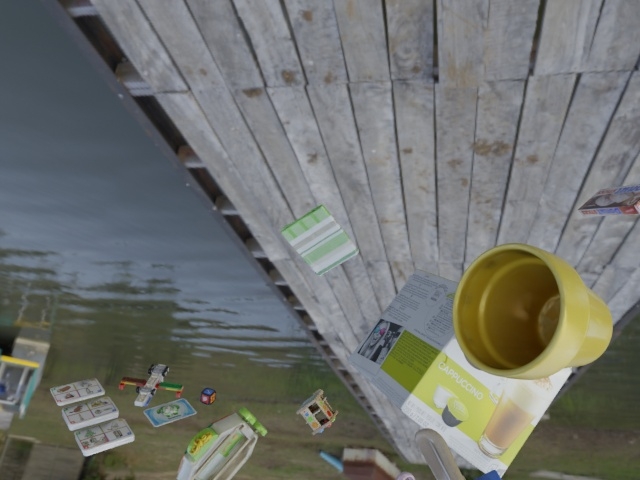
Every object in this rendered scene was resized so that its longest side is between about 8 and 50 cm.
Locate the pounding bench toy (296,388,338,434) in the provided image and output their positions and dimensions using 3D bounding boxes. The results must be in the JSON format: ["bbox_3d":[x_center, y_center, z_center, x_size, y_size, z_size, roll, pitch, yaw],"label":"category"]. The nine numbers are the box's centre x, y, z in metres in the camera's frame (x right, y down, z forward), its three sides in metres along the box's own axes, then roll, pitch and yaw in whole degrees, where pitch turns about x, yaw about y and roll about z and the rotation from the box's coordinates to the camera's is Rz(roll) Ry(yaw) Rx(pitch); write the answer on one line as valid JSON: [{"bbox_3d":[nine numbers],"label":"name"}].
[{"bbox_3d":[0.001,0.352,1.120,0.052,0.065,0.083,-40,175,20],"label":"pounding bench toy"}]

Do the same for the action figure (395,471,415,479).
[{"bbox_3d":[0.297,0.757,1.370,0.275,0.248,0.370,29,173,26],"label":"action figure"}]

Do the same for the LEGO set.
[{"bbox_3d":[-0.311,0.286,0.931,0.244,0.060,0.182,-7,-156,-40],"label":"LEGO set"}]

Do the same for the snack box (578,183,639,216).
[{"bbox_3d":[0.540,-0.072,0.976,0.022,0.064,0.178,49,178,-3],"label":"snack box"}]

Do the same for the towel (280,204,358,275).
[{"bbox_3d":[0.000,0.000,1.166,0.113,0.023,0.152,-31,123,12],"label":"towel"}]

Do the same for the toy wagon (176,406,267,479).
[{"bbox_3d":[-0.281,0.574,1.465,0.068,0.267,0.344,32,157,29],"label":"toy wagon"}]

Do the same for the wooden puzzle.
[{"bbox_3d":[0.276,0.457,0.742,0.080,0.348,0.322,-30,126,-1],"label":"wooden puzzle"}]

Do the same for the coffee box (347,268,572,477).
[{"bbox_3d":[0.343,0.320,1.389,0.337,0.334,0.338,40,174,-17],"label":"coffee box"}]

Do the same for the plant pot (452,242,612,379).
[{"bbox_3d":[0.433,0.153,1.062,0.238,0.254,0.254,17,153,-31],"label":"plant pot"}]
